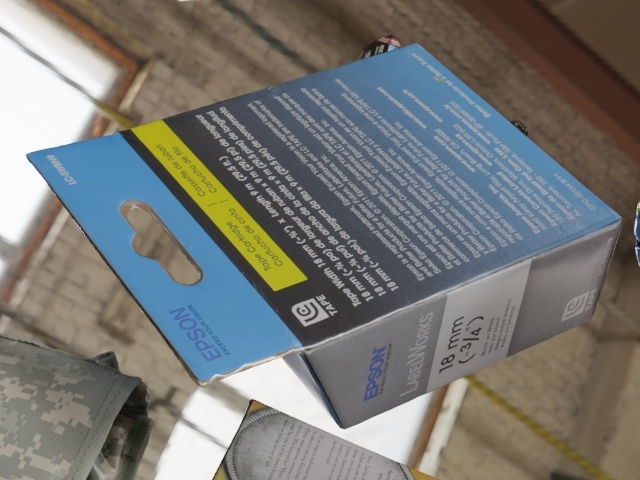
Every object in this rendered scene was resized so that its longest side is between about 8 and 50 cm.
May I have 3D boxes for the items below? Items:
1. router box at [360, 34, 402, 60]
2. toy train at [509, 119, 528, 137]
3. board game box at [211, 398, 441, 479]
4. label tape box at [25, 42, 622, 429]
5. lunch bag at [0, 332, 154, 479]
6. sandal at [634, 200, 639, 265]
[{"bbox_3d":[0.082,-0.129,1.291,0.038,0.092,0.122,-24,-59,30],"label":"router box"},{"bbox_3d":[0.157,-0.050,1.301,0.027,0.036,0.158,35,-67,14],"label":"toy train"},{"bbox_3d":[0.013,0.164,0.440,0.165,0.243,0.042,23,-61,3],"label":"board game box"},{"bbox_3d":[0.000,0.000,0.908,0.240,0.334,0.106,47,-36,36],"label":"label tape box"},{"bbox_3d":[-0.262,0.183,0.849,0.235,0.287,0.169,15,-29,11],"label":"lunch bag"},{"bbox_3d":[0.426,-0.031,1.508,0.126,0.138,0.317,9,-45,15],"label":"sandal"}]
